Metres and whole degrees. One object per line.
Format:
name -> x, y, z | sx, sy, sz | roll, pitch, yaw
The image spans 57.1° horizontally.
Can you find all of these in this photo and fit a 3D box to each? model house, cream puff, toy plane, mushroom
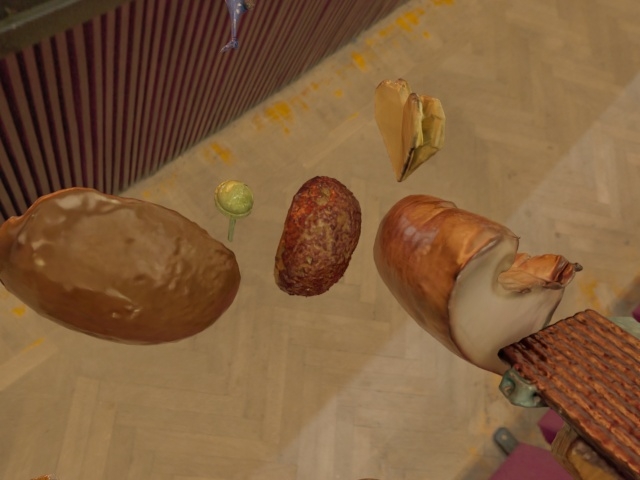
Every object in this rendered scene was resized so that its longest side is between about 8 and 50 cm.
model house -> 0.383, 0.252, 0.765 | 0.249, 0.280, 0.229 | 2, 112, -26
cream puff -> 0.000, 0.000, 0.678 | 0.085, 0.149, 0.148 | 19, 69, 4
toy plane -> -0.164, -0.431, 1.109 | 0.062, 0.054, 0.167 | 16, 71, -50
mushroom -> 0.180, 0.042, 0.989 | 0.314, 0.397, 0.224 | 18, 100, -39

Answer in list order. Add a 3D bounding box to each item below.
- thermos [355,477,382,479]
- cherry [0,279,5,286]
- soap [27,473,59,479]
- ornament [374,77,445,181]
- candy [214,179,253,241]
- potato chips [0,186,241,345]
thermos -> 0.076, 0.438, 0.784 | 0.146, 0.265, 0.176 | 30, 82, 1
cherry -> -0.714, 0.062, 1.506 | 0.195, 0.195, 0.194 | 5, 74, -19
soap -> -0.546, 0.511, 1.048 | 0.232, 0.073, 0.140 | -21, 115, 14
ornament -> 0.152, -0.191, 1.072 | 0.059, 0.201, 0.180 | -7, 120, -14
candy -> -0.221, -0.057, 1.488 | 0.093, 0.335, 0.092 | 3, 70, -9
potato chips -> -0.163, 0.035, 0.491 | 0.150, 0.049, 0.202 | -44, 127, 11
